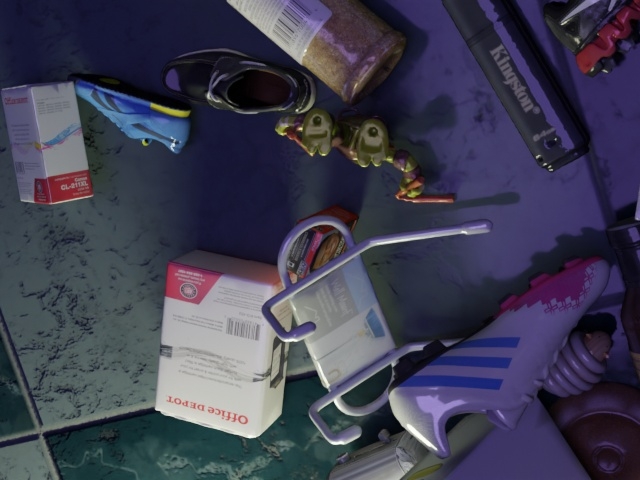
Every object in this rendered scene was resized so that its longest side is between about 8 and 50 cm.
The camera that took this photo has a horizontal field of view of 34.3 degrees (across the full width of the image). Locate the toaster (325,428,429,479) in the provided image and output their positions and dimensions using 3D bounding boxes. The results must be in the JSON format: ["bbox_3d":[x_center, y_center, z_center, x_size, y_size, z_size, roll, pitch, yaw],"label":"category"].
[{"bbox_3d":[0.123,0.381,1.476,0.146,0.129,0.227,-34,88,22],"label":"toaster"}]

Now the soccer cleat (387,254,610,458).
[{"bbox_3d":[0.245,0.150,1.306,0.331,0.116,0.143,-33,73,-2],"label":"soccer cleat"}]

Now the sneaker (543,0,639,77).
[{"bbox_3d":[0.371,-0.334,1.232,0.135,0.097,0.276,41,114,5],"label":"sneaker"}]

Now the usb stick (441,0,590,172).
[{"bbox_3d":[0.251,-0.220,1.333,0.077,0.045,0.278,-30,91,23],"label":"usb stick"}]

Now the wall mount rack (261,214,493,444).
[{"bbox_3d":[0.095,0.107,1.379,0.304,0.130,0.350,-31,126,-12],"label":"wall mount rack"}]

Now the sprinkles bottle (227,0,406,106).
[{"bbox_3d":[-0.054,-0.333,1.380,0.355,0.121,0.121,41,113,7],"label":"sprinkles bottle"}]

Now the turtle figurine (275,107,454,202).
[{"bbox_3d":[0.059,-0.125,1.356,0.270,0.217,0.087,27,93,7],"label":"turtle figurine"}]

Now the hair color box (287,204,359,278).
[{"bbox_3d":[0.000,0.000,1.425,0.043,0.141,0.072,28,111,16],"label":"hair color box"}]

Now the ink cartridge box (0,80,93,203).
[{"bbox_3d":[-0.410,-0.148,1.553,0.127,0.072,0.175,8,108,54],"label":"ink cartridge box"}]

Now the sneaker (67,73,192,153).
[{"bbox_3d":[-0.289,-0.188,1.531,0.209,0.069,0.082,21,113,15],"label":"sneaker"}]

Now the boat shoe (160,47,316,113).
[{"bbox_3d":[-0.126,-0.223,1.457,0.233,0.079,0.084,11,108,19],"label":"boat shoe"}]

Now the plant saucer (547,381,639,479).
[{"bbox_3d":[0.392,0.291,1.405,0.199,0.036,0.198,5,104,20],"label":"plant saucer"}]

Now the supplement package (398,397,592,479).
[{"bbox_3d":[0.218,0.360,1.344,0.145,0.262,0.204,-33,90,48],"label":"supplement package"}]

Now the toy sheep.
[{"bbox_3d":[0.329,0.164,1.370,0.091,0.091,0.132,46,113,5],"label":"toy sheep"}]

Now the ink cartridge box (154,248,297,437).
[{"bbox_3d":[-0.140,0.150,1.535,0.172,0.100,0.237,12,105,18],"label":"ink cartridge box"}]

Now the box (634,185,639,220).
[{"bbox_3d":[0.432,-0.086,1.209,0.103,0.203,0.114,10,105,18],"label":"box"}]

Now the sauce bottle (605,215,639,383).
[{"bbox_3d":[0.448,0.135,1.307,0.111,0.111,0.344,-16,95,23],"label":"sauce bottle"}]
